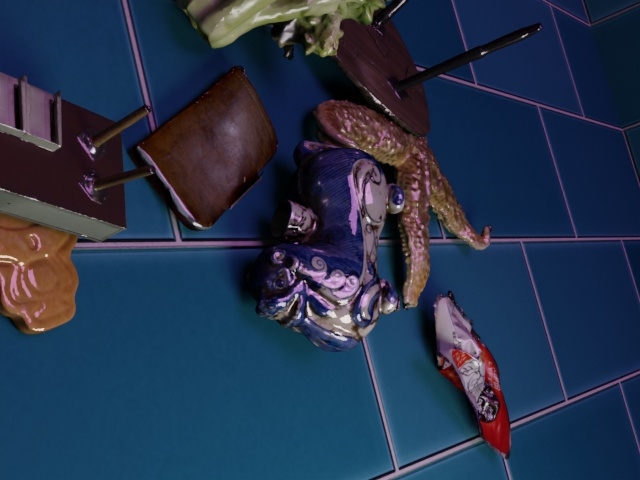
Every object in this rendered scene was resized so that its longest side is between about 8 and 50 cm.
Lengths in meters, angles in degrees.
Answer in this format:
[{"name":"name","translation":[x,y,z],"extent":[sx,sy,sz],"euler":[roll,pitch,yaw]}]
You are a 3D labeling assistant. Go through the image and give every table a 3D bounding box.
[{"name":"table","translation":[0.161,-0.387,1.484],"extent":[0.317,0.249,0.317],"euler":[35,35,-30]},{"name":"table","translation":[-0.258,-0.098,0.841],"extent":[0.240,0.111,0.121],"euler":[20,53,-49]}]

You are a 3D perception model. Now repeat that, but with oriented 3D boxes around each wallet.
[{"name":"wallet","translation":[-0.129,-0.111,1.164],"extent":[0.137,0.031,0.255],"euler":[60,35,-16]}]

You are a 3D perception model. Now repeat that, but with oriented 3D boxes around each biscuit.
[{"name":"biscuit","translation":[-0.292,-0.028,0.885],"extent":[0.144,0.040,0.236],"euler":[-21,88,-52]}]

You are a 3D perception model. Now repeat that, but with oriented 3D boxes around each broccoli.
[{"name":"broccoli","translation":[-0.048,-0.353,1.210],"extent":[0.293,0.281,0.348],"euler":[56,-6,-34]}]

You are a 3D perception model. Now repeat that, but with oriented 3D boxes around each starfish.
[{"name":"starfish","translation":[0.143,-0.079,1.505],"extent":[0.432,0.082,0.324],"euler":[57,32,-23]}]

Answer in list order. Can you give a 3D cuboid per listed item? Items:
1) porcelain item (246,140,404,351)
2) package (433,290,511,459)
[{"name":"porcelain item","translation":[0.000,0.000,1.221],"extent":[0.186,0.138,0.288],"euler":[21,59,-28]},{"name":"package","translation":[0.240,0.209,1.508],"extent":[0.269,0.071,0.194],"euler":[56,36,-43]}]
